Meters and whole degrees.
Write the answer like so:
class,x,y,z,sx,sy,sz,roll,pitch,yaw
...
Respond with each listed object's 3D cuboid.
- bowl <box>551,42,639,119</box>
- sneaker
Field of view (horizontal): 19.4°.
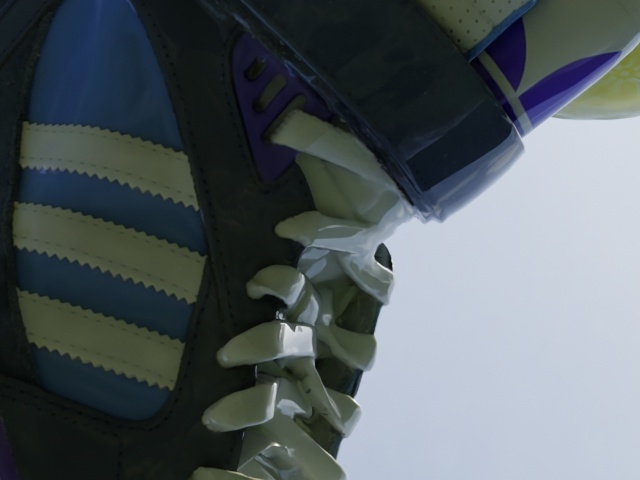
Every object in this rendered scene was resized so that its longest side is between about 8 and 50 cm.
class,x,y,z,sx,sy,sz,roll,pitch,yaw
bowl,0.182,-0.199,0.949,0.289,0.289,0.156,-14,-166,-23
sneaker,0.000,0.000,0.568,0.236,0.130,0.323,-21,-115,12
